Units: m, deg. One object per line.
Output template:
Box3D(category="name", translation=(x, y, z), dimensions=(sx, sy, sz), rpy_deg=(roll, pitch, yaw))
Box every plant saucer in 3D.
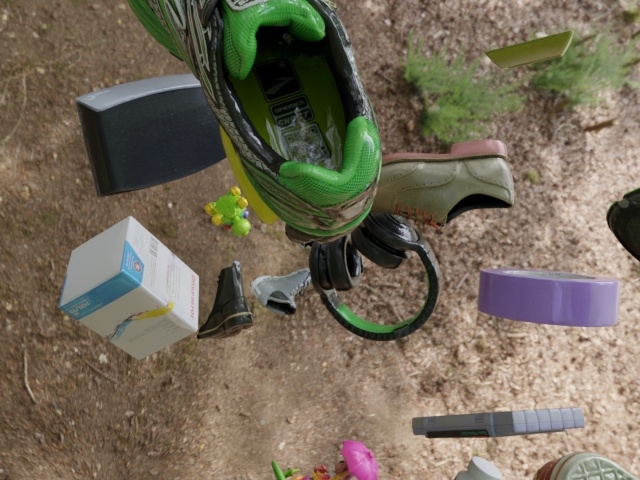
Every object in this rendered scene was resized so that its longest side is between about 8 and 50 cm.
Box3D(category="plant saucer", translation=(0.495, -0.440, 1.345), dimensions=(0.188, 0.188, 0.045), rpy_deg=(-32, 112, -63))

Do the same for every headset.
Box3D(category="headset", translation=(0.088, 0.009, 1.169), dimensions=(0.394, 0.243, 0.185), rpy_deg=(60, 24, -3))

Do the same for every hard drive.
Box3D(category="hard drive", translation=(-0.255, -0.176, 0.934), dimensions=(0.054, 0.172, 0.254), rpy_deg=(16, 31, 38))

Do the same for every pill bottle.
Box3D(category="pill bottle", translation=(0.386, 0.661, 1.474), dimensions=(0.112, 0.112, 0.187), rpy_deg=(23, 98, -9))

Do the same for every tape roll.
Box3D(category="tape roll", translation=(0.474, 0.114, 1.202), dimensions=(0.274, 0.275, 0.090), rpy_deg=(3, 92, -19))

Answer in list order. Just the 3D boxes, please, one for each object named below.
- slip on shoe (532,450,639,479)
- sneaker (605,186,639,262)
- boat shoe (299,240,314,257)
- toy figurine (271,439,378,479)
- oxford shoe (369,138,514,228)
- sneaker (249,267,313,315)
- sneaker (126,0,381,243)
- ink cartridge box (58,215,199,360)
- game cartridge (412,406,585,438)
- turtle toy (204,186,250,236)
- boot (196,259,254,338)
Box3D(category="slip on shoe", translation=(0.370, 0.350, 0.618), dimensions=(0.331, 0.101, 0.123), rpy_deg=(39, 71, 2))
Box3D(category="sneaker", translation=(0.626, 0.090, 0.832), dimensions=(0.202, 0.185, 0.483), rpy_deg=(-14, 53, -41))
Box3D(category="boat shoe", translation=(0.000, 0.000, 1.631), dimensions=(0.113, 0.302, 0.103), rpy_deg=(-39, 110, 3))
Box3D(category="toy figurine", translation=(0.017, 0.390, 0.928), dimensions=(0.159, 0.173, 0.130), rpy_deg=(-20, 66, -16))
Box3D(category="oxford shoe", translation=(0.170, -0.081, 1.015), dimensions=(0.348, 0.123, 0.130), rpy_deg=(-13, 71, 7))
Box3D(category="sneaker", translation=(-0.075, 0.155, 1.601), dimensions=(0.228, 0.086, 0.132), rpy_deg=(-9, 41, -28))
Box3D(category="sneaker", translation=(-0.049, -0.165, 0.393), dimensions=(0.134, 0.146, 0.343), rpy_deg=(-31, 88, -11))
Box3D(category="ink cartridge box", translation=(-0.461, 0.125, 1.424), dimensions=(0.270, 0.197, 0.198), rpy_deg=(50, 18, -39))
Box3D(category="game cartridge", translation=(0.409, 0.440, 1.373), dimensions=(0.230, 0.355, 0.068), rpy_deg=(2, 72, -28))
Box3D(category="turtle toy", translation=(-0.207, -0.060, 1.343), dimensions=(0.095, 0.066, 0.130), rpy_deg=(-34, 47, -4))
Box3D(category="boot", translation=(-0.209, 0.135, 1.229), dimensions=(0.077, 0.198, 0.137), rpy_deg=(4, 69, -42))
